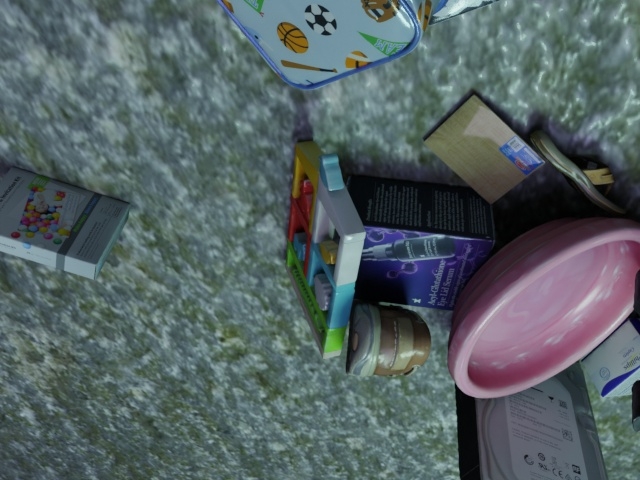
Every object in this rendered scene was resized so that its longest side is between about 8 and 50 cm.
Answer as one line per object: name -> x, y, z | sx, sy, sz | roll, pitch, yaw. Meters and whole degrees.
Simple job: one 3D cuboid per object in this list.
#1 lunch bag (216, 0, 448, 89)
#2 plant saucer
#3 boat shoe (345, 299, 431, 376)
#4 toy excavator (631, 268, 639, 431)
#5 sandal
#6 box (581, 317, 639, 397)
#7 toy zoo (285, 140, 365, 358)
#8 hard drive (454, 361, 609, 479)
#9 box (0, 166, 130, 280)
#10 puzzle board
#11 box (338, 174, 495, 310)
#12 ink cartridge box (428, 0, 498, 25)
lunch bag -> -0.035, -0.299, 0.628 | 0.243, 0.115, 0.303 | -3, 137, 49
plant saucer -> 0.313, 0.088, 0.904 | 0.332, 0.084, 0.332 | -18, 139, -17
boat shoe -> 0.100, 0.152, 0.960 | 0.116, 0.123, 0.324 | 5, 178, 2
toy excavator -> 0.659, 0.165, 0.738 | 0.445, 0.222, 0.433 | 31, 145, -19
sandal -> 0.343, -0.090, 0.831 | 0.180, 0.072, 0.049 | 38, 106, -19
box -> 0.514, 0.183, 1.015 | 0.137, 0.072, 0.126 | 1, 138, -25
toy zoo -> 0.000, 0.000, 0.883 | 0.030, 0.192, 0.293 | -10, 136, -18
hard drive -> 0.328, 0.300, 1.003 | 0.237, 0.339, 0.064 | 23, 130, -11
box -> -0.397, -0.028, 0.950 | 0.186, 0.145, 0.038 | 18, 131, -6
puzzle board -> 0.213, -0.117, 0.838 | 0.128, 0.011, 0.096 | 40, 130, -8
box -> 0.129, 0.006, 0.919 | 0.207, 0.108, 0.153 | 5, 134, 4
ink cartridge box -> 0.125, -0.381, 0.590 | 0.165, 0.065, 0.332 | -14, 128, 22
